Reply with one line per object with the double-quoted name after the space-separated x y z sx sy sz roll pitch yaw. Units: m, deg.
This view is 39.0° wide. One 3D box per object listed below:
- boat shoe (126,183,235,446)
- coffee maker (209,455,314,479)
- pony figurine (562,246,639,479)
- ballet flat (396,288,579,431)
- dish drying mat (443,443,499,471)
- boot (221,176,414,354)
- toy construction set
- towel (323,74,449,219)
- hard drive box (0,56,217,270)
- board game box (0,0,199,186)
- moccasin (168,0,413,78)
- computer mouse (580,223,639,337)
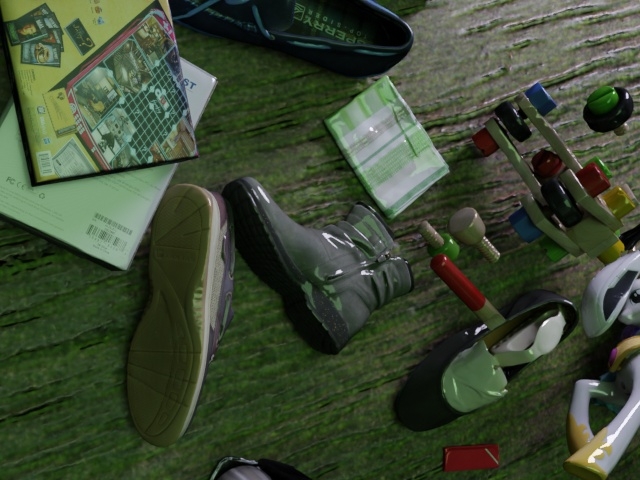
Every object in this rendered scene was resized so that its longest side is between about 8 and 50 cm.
-0.141 0.082 0.991 0.092 0.102 0.285 3 95 -59 "boat shoe"
-0.026 0.303 0.990 0.171 0.178 0.120 -9 93 -24 "coffee maker"
0.496 0.201 1.177 0.350 0.303 0.364 23 60 6 "pony figurine"
0.219 0.146 1.146 0.280 0.096 0.095 -35 103 -20 "ballet flat"
0.198 0.284 1.181 0.083 0.008 0.032 3 89 -24 "dish drying mat"
0.000 0.000 1.076 0.161 0.083 0.247 -42 106 -30 "boot"
0.293 -0.017 1.129 0.309 0.257 0.237 -48 121 -5 "toy construction set"
0.086 -0.117 1.134 0.113 0.023 0.152 -40 104 -20 "towel"
-0.243 -0.108 0.953 0.181 0.089 0.232 29 78 -20 "hard drive box"
-0.225 -0.186 0.891 0.165 0.042 0.243 -11 93 -23 "board game box"
-0.045 -0.288 1.029 0.341 0.117 0.138 11 84 -23 "moccasin"
0.384 0.040 1.171 0.042 0.106 0.193 35 68 1 "computer mouse"
